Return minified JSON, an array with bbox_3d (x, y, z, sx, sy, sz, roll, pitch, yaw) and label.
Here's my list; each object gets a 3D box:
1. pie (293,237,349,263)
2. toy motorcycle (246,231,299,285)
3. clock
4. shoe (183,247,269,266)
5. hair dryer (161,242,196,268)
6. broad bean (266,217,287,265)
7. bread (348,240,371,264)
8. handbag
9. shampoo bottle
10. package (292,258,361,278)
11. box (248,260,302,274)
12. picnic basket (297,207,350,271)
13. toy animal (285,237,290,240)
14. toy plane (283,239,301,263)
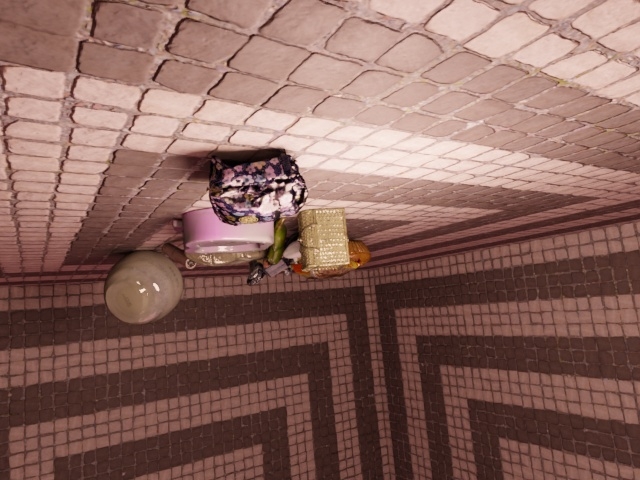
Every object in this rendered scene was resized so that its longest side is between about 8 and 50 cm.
[{"bbox_3d":[-0.022,0.038,2.030,0.302,0.067,0.302,-20,179,0],"label":"pie"},{"bbox_3d":[-0.184,0.075,1.876,0.307,0.108,0.173,-32,-154,13],"label":"toy motorcycle"},{"bbox_3d":[-0.319,-0.024,1.481,0.339,0.102,0.338,-5,172,-1],"label":"clock"},{"bbox_3d":[-0.388,0.046,1.817,0.342,0.132,0.210,-5,170,-30],"label":"shoe"},{"bbox_3d":[-0.511,0.051,1.866,0.220,0.053,0.195,-9,-157,-45],"label":"hair dryer"},{"bbox_3d":[-0.159,0.004,1.655,0.061,0.077,0.339,26,145,7],"label":"broad bean"},{"bbox_3d":[0.142,0.070,2.297,0.240,0.139,0.240,-6,172,-1],"label":"bread"},{"bbox_3d":[-0.133,-0.103,0.968,0.208,0.126,0.228,-3,163,-9],"label":"handbag"},{"bbox_3d":[-0.780,0.208,1.988,0.322,0.322,0.317,-5,-167,-4],"label":"shampoo bottle"},{"bbox_3d":[0.024,0.135,2.126,0.288,0.108,0.223,9,162,-33],"label":"package"},{"bbox_3d":[-0.259,0.140,2.652,0.299,0.106,0.200,-4,172,-20],"label":"box"},{"bbox_3d":[0.000,0.000,1.519,0.154,0.196,0.134,-2,172,-16],"label":"picnic basket"},{"bbox_3d":[-0.223,0.045,2.039,0.219,0.095,0.155,-12,180,30],"label":"toy animal"},{"bbox_3d":[-0.026,0.015,1.714,0.255,0.101,0.251,-27,148,7],"label":"toy plane"}]
